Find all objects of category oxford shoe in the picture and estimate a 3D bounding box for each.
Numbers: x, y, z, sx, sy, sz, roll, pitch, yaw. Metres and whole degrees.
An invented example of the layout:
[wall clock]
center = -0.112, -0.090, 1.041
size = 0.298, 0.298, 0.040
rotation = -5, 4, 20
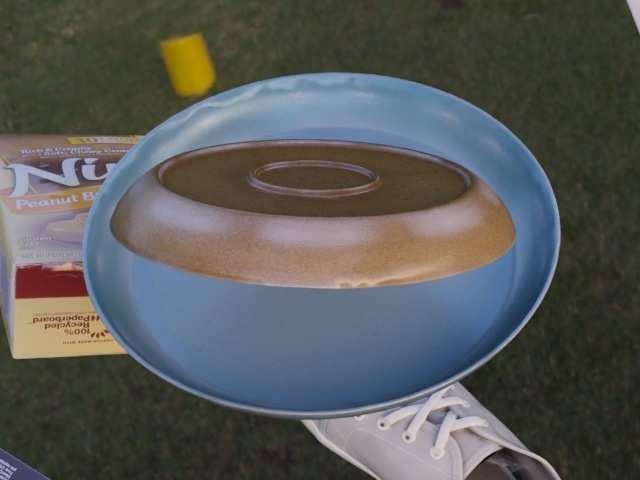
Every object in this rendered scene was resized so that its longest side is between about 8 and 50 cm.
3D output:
[oxford shoe]
center = 0.104, 0.191, 1.267
size = 0.169, 0.130, 0.449
rotation = -32, 68, -26

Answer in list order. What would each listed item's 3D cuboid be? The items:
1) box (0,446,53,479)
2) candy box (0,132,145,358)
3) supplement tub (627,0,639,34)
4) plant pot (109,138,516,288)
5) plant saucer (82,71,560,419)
[box]
center = -0.146, 0.154, 0.563
size = 0.270, 0.216, 0.060
rotation = 28, 63, 15
[candy box]
center = -0.194, -0.007, 1.079
size = 0.183, 0.087, 0.316
rotation = -1, 23, -20
[supplement tub]
center = 0.280, -0.196, 0.517
size = 0.325, 0.235, 0.235
rotation = -19, 36, 21
[plant pot]
center = -0.004, -0.025, 0.718
size = 0.236, 0.032, 0.236
rotation = 2, 17, -1
[plant saucer]
center = 0.000, 0.000, 0.835
size = 0.318, 0.043, 0.317
rotation = -2, 46, 2
